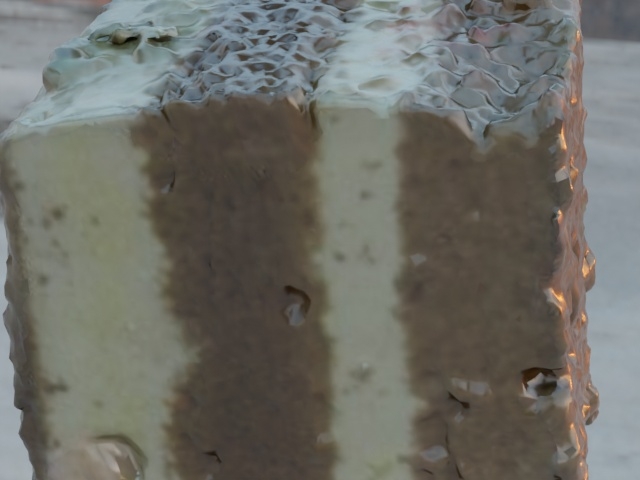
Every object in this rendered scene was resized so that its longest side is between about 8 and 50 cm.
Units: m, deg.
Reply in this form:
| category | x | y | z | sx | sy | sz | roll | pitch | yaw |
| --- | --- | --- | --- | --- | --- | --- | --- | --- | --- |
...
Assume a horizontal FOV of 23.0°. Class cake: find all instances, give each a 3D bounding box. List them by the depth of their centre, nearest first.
| category | x | y | z | sx | sy | sz | roll | pitch | yaw |
| --- | --- | --- | --- | --- | --- | --- | --- | --- | --- |
| cake | 0.000 | 0.000 | 0.816 | 0.290 | 0.282 | 0.256 | 1 | 23 | 10 |
